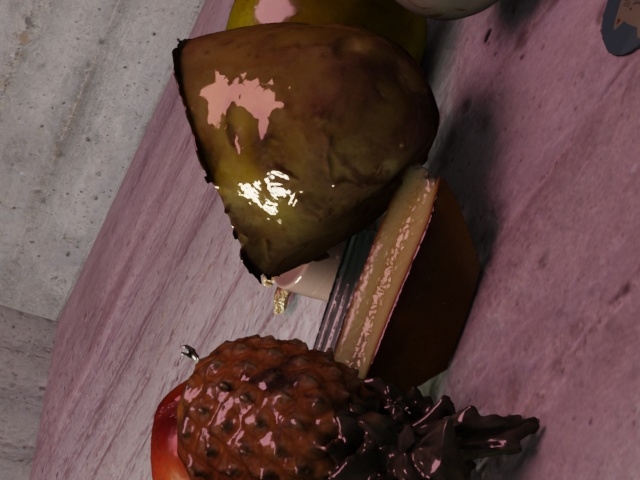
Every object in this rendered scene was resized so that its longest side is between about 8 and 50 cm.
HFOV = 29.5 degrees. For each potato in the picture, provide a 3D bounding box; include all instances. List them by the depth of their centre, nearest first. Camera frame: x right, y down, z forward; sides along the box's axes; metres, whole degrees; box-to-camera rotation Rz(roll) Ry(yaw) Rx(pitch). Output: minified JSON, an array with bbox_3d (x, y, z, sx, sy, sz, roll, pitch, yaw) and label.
[{"bbox_3d":[0.011,-0.119,1.307,0.289,0.237,0.301,-77,-32,-67],"label":"potato"}]

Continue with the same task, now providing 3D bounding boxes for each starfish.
[{"bbox_3d":[-0.044,0.024,1.715,0.209,0.053,0.150,-40,31,62],"label":"starfish"}]

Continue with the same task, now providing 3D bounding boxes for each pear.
[{"bbox_3d":[-0.003,-0.243,1.521,0.307,0.252,0.253,-55,24,35],"label":"pear"}]

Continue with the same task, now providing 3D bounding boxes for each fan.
[{"bbox_3d":[0.290,-0.242,1.052,0.113,0.005,0.175,-117,47,-67],"label":"fan"}]

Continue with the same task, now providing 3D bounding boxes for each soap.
[{"bbox_3d":[0.046,0.088,1.360,0.114,0.063,0.198,-166,94,-74],"label":"soap"}]

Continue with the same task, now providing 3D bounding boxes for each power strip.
[{"bbox_3d":[0.000,0.000,1.545,0.154,0.078,0.154,-47,34,46],"label":"power strip"}]

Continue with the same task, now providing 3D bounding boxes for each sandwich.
[{"bbox_3d":[0.091,0.058,1.211,0.258,0.096,0.094,-69,23,4],"label":"sandwich"}]

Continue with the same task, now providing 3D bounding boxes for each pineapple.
[{"bbox_3d":[0.032,0.177,1.081,0.340,0.169,0.169,5,74,35],"label":"pineapple"}]

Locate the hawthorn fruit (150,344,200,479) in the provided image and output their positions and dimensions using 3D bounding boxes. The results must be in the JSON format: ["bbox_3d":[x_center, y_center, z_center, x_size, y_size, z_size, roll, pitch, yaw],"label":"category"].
[{"bbox_3d":[-0.095,0.219,1.334,0.211,0.211,0.299,-103,-5,-59],"label":"hawthorn fruit"}]

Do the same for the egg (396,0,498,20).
[{"bbox_3d":[0.142,-0.368,1.293,0.203,0.202,0.283,154,127,-66],"label":"egg"}]
